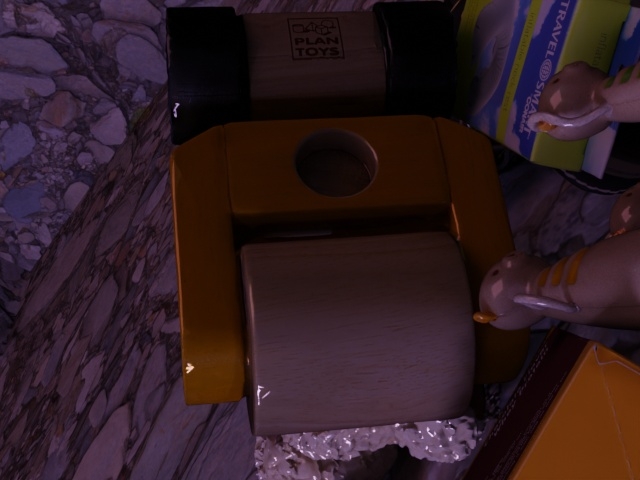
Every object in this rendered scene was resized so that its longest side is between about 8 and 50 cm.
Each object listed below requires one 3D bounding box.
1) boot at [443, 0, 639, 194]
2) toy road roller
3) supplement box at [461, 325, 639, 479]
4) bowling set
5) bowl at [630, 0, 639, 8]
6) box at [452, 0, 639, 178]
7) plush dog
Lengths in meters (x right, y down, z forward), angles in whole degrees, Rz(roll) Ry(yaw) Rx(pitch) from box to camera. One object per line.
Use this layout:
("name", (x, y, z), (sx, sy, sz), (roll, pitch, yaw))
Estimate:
("boot", (0.147, -0.102, 0.948), (0.377, 0.138, 0.284), (-101, 32, -45))
("toy road roller", (0.000, 0.000, 0.784), (0.240, 0.203, 0.329), (98, 167, -57))
("supplement box", (0.135, 0.159, 0.569), (0.191, 0.129, 0.194), (-60, -6, 1))
("bowling set", (0.198, -0.080, 0.595), (0.154, 0.287, 0.199), (-10, 97, 56))
("bowl", (0.300, -0.229, 0.749), (0.298, 0.134, 0.298), (-33, 26, 18))
("box", (0.138, -0.115, 0.729), (0.178, 0.042, 0.109), (-130, 51, -65))
("plush dog", (0.005, 0.148, 0.947), (0.262, 0.211, 0.225), (-118, 34, -68))
